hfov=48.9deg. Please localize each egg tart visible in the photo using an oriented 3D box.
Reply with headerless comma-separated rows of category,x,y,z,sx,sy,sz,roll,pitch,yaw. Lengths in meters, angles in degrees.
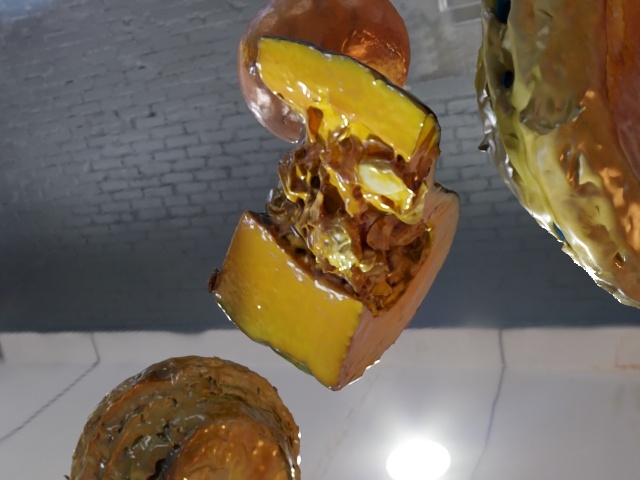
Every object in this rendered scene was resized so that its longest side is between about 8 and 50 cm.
egg tart,0.256,-0.123,0.575,0.387,0.388,0.169,-25,-174,-32
egg tart,-0.138,0.306,0.859,0.341,0.341,0.129,-28,-163,-38

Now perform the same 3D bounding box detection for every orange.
orange,0.005,-0.286,1.129,0.283,0.226,0.284,-27,159,-12

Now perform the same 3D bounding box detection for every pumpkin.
pumpkin,-0.001,-0.001,0.515,0.139,0.190,0.280,35,177,22

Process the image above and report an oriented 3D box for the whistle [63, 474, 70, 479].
whistle,-0.274,0.457,1.098,0.346,0.142,0.133,26,-147,21
